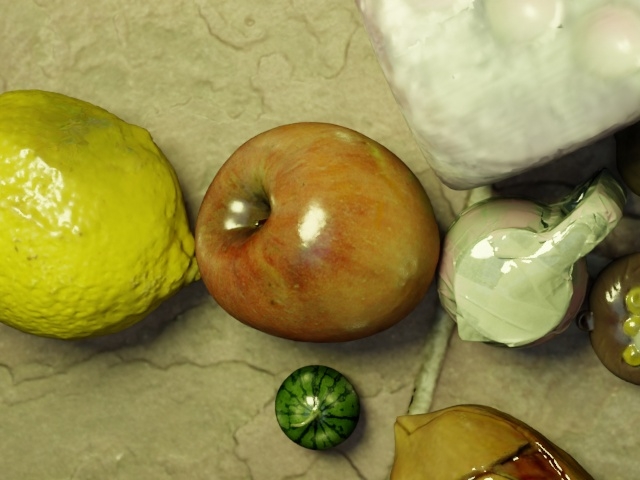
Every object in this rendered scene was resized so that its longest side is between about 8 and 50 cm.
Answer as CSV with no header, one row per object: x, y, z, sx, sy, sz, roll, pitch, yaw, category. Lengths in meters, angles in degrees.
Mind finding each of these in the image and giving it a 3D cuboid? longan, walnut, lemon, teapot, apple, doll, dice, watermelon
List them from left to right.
-0.282,-0.023,1.240,0.322,0.268,0.268,22,101,10,lemon
-0.002,0.189,1.304,0.109,0.109,0.109,1,99,9,watermelon
0.000,0.000,1.218,0.254,0.253,0.253,1,99,9,apple
0.192,0.294,1.247,0.298,0.203,0.203,35,103,20,walnut
0.195,-0.217,1.126,0.271,0.270,0.270,-23,95,12,dice
0.229,0.032,1.205,0.222,0.178,0.163,-16,96,10,teapot
0.359,-0.095,1.207,0.113,0.092,0.113,5,113,11,longan
0.371,0.074,1.235,0.188,0.096,0.145,-25,101,2,doll
